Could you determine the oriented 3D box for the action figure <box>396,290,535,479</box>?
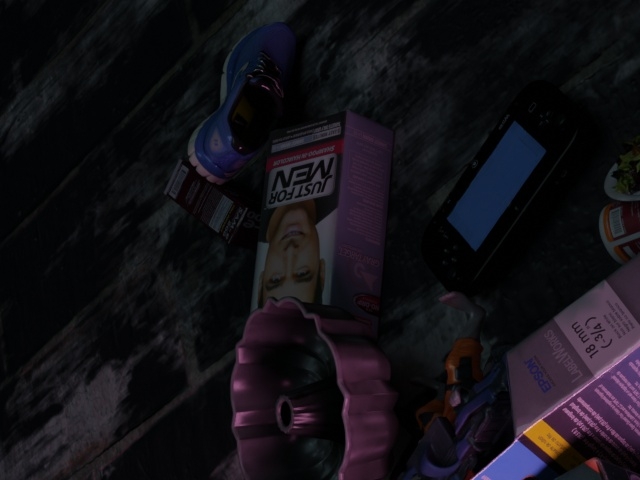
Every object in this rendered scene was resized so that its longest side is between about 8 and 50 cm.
[{"bbox_3d":[0.218,0.225,1.732,0.341,0.178,0.330,-58,31,39],"label":"action figure"}]

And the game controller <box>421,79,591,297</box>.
[{"bbox_3d":[0.257,-0.073,1.933,0.319,0.067,0.166,-56,42,16],"label":"game controller"}]

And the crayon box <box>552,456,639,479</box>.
[{"bbox_3d":[0.261,0.374,1.580,0.318,0.202,0.081,-37,48,28],"label":"crayon box"}]

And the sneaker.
[{"bbox_3d":[-0.100,-0.244,2.307,0.147,0.130,0.330,-22,40,48],"label":"sneaker"}]

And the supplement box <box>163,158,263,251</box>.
[{"bbox_3d":[-0.153,-0.053,2.335,0.239,0.130,0.073,36,102,48],"label":"supplement box"}]

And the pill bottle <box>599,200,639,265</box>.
[{"bbox_3d":[0.433,-0.029,1.704,0.152,0.086,0.086,-24,58,40],"label":"pill bottle"}]

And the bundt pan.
[{"bbox_3d":[0.001,0.238,1.914,0.331,0.124,0.331,4,95,59],"label":"bundt pan"}]

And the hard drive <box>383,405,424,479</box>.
[{"bbox_3d":[0.144,0.413,1.870,0.339,0.064,0.237,40,106,47],"label":"hard drive"}]

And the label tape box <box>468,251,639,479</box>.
[{"bbox_3d":[0.324,0.173,1.559,0.333,0.240,0.106,-39,49,8],"label":"label tape box"}]

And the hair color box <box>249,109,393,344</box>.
[{"bbox_3d":[0.000,0.000,2.156,0.185,0.113,0.374,-11,68,45],"label":"hair color box"}]

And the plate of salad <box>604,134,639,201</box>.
[{"bbox_3d":[0.438,-0.115,1.688,0.200,0.048,0.200,-30,20,12],"label":"plate of salad"}]
